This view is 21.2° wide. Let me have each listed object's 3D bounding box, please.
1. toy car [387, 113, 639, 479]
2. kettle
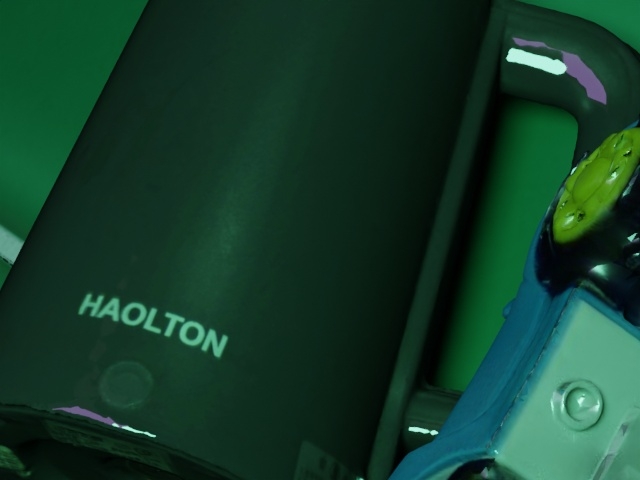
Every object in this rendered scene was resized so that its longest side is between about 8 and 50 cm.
[{"bbox_3d":[0.127,0.092,0.674,0.314,0.198,0.166,-60,15,-15],"label":"toy car"},{"bbox_3d":[-0.010,-0.008,0.818,0.262,0.203,0.308,-1,58,38],"label":"kettle"}]
